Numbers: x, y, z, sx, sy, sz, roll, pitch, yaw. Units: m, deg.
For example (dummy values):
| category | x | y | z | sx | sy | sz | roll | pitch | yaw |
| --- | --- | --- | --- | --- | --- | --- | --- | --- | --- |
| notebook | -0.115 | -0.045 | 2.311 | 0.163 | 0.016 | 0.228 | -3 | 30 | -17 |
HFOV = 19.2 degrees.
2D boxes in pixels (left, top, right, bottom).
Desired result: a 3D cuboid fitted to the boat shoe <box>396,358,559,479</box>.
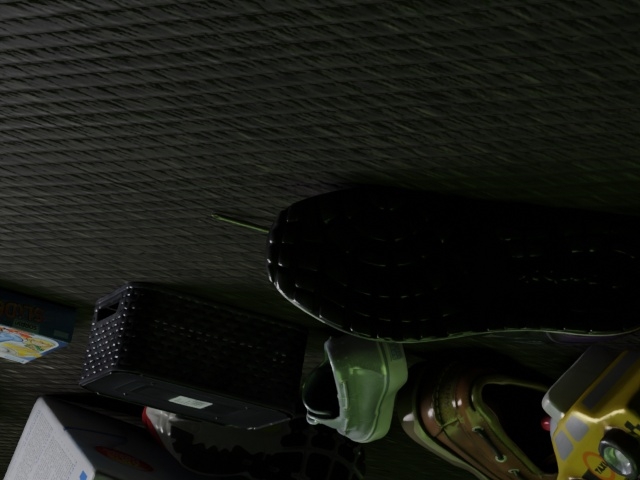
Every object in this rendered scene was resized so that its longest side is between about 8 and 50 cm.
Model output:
| category | x | y | z | sx | sy | sz | roll | pitch | yaw |
| --- | --- | --- | --- | --- | --- | --- | --- | --- | --- |
| boat shoe | 0.211 | 0.196 | 1.775 | 0.307 | 0.110 | 0.104 | 23 | 159 | -37 |

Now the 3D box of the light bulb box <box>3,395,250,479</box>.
| category | x | y | z | sx | sy | sz | roll | pitch | yaw |
| --- | --- | --- | --- | --- | --- | --- | --- | --- | --- |
| light bulb box | -0.162 | 0.359 | 2.075 | 0.358 | 0.225 | 0.361 | 21 | -179 | -20 |

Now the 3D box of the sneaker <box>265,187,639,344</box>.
| category | x | y | z | sx | sy | sz | roll | pitch | yaw |
| --- | --- | --- | --- | --- | --- | --- | --- | --- | --- |
| sneaker | 0.102 | 0.036 | 1.351 | 0.283 | 0.107 | 0.124 | 7 | 168 | 7 |

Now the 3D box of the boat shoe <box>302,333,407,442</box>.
| category | x | y | z | sx | sy | sz | roll | pitch | yaw |
| --- | --- | --- | --- | --- | --- | --- | --- | --- | --- |
| boat shoe | 0.021 | 0.128 | 1.691 | 0.081 | 0.079 | 0.227 | -11 | 159 | -11 |

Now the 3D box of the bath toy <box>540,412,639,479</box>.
| category | x | y | z | sx | sy | sz | roll | pitch | yaw |
| --- | --- | --- | --- | --- | --- | --- | --- | --- | --- |
| bath toy | 0.330 | 0.216 | 1.726 | 0.348 | 0.151 | 0.129 | 27 | 161 | -37 |

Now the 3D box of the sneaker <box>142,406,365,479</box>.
| category | x | y | z | sx | sy | sz | roll | pitch | yaw |
| --- | --- | --- | --- | --- | --- | --- | --- | --- | --- |
| sneaker | -0.070 | 0.216 | 2.060 | 0.279 | 0.107 | 0.118 | 25 | 175 | -33 |

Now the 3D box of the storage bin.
| category | x | y | z | sx | sy | sz | roll | pitch | yaw |
| --- | --- | --- | --- | --- | --- | --- | --- | --- | --- |
| storage bin | -0.115 | 0.109 | 1.719 | 0.180 | 0.084 | 0.122 | 18 | 161 | -22 |

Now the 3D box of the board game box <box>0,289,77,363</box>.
| category | x | y | z | sx | sy | sz | roll | pitch | yaw |
| --- | --- | --- | --- | --- | --- | --- | --- | --- | --- |
| board game box | -0.348 | 0.067 | 1.789 | 0.201 | 0.035 | 0.136 | 17 | 161 | -23 |

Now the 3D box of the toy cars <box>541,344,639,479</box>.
| category | x | y | z | sx | sy | sz | roll | pitch | yaw |
| --- | --- | --- | --- | --- | --- | --- | --- | --- | --- |
| toy cars | 0.238 | 0.117 | 1.419 | 0.087 | 0.176 | 0.394 | 43 | -166 | 13 |

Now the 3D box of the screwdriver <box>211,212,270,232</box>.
| category | x | y | z | sx | sy | sz | roll | pitch | yaw |
| --- | --- | --- | --- | --- | --- | --- | --- | --- | --- |
| screwdriver | 0.000 | 0.000 | 1.439 | 0.170 | 0.025 | 0.024 | 20 | 162 | -5 |
